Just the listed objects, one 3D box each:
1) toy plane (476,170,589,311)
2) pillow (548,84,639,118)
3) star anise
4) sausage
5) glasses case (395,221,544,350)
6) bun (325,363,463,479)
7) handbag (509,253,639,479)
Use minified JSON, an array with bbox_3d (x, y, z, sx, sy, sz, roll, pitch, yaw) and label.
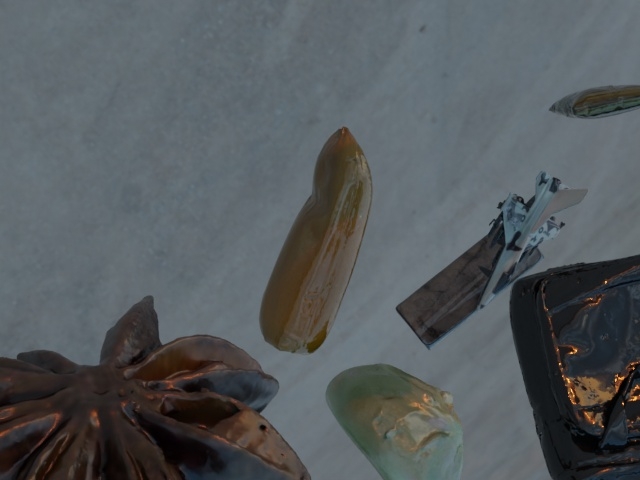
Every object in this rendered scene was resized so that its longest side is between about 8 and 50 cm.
[{"bbox_3d":[0.281,-0.007,1.449,0.160,0.082,0.234,22,114,-47],"label":"toy plane"},{"bbox_3d":[0.360,-0.179,1.295,0.113,0.038,0.203,-10,-173,5],"label":"pillow"},{"bbox_3d":[-0.164,0.141,0.736,0.315,0.315,0.108,-26,132,-37],"label":"star anise"},{"bbox_3d":[0.005,0.001,1.555,0.134,0.116,0.354,-119,-133,-69],"label":"sausage"},{"bbox_3d":[0.299,0.087,2.035,0.299,0.114,0.060,-39,161,-2],"label":"glasses case"},{"bbox_3d":[0.144,0.310,1.698,0.179,0.283,0.283,-38,160,-6],"label":"bun"},{"bbox_3d":[0.341,0.122,1.008,0.275,0.244,0.088,-8,156,-3],"label":"handbag"}]
